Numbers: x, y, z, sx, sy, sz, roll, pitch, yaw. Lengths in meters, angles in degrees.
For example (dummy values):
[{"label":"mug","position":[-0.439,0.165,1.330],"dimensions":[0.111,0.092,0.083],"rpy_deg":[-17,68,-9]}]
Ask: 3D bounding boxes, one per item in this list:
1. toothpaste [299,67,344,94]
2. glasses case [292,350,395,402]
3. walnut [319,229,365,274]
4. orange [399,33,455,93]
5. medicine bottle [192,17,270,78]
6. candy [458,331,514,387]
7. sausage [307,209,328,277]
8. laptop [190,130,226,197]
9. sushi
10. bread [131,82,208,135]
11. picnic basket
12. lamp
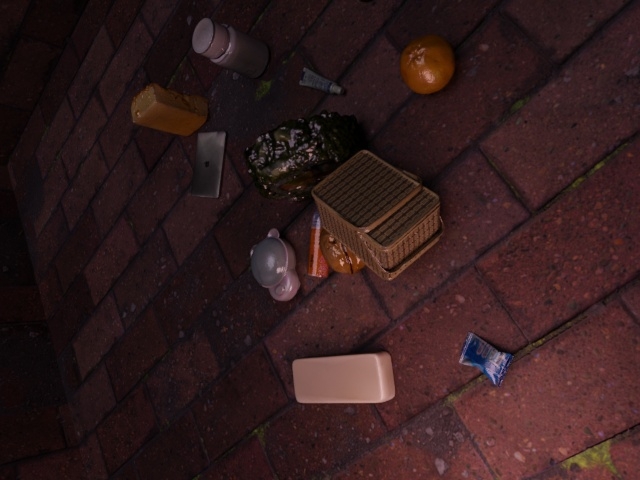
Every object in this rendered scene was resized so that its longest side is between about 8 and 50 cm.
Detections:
[{"label":"toothpaste","position":[0.002,-0.526,1.687],"dimensions":[0.216,0.037,0.062],"rpy_deg":[34,108,40]},{"label":"glasses case","position":[0.063,0.418,1.536],"dimensions":[0.336,0.076,0.144],"rpy_deg":[-13,78,38]},{"label":"walnut","position":[0.074,0.020,1.524],"dimensions":[0.144,0.144,0.180],"rpy_deg":[-40,55,30]},{"label":"orange","position":[0.291,-0.486,1.385],"dimensions":[0.158,0.136,0.159],"rpy_deg":[-7,79,39]},{"label":"medicine bottle","position":[-0.319,-0.690,1.816],"dimensions":[0.143,0.258,0.144],"rpy_deg":[-4,83,39]},{"label":"candy","position":[0.416,0.301,1.286],"dimensions":[0.136,0.038,0.088],"rpy_deg":[28,101,47]},{"label":"sausage","position":[0.000,0.000,1.624],"dimensions":[0.071,0.071,0.235],"rpy_deg":[5,90,39]},{"label":"laptop","position":[-0.456,-0.309,2.053],"dimensions":[0.187,0.015,0.270],"rpy_deg":[8,91,39]},{"label":"sushi","position":[-0.055,-0.252,1.548],"dimensions":[0.351,0.294,0.178],"rpy_deg":[-24,76,34]},{"label":"bread","position":[-0.601,-0.522,2.022],"dimensions":[0.184,0.274,0.114],"rpy_deg":[-25,74,35]},{"label":"picnic basket","position":[0.157,-0.078,1.377],"dimensions":[0.228,0.175,0.313],"rpy_deg":[-38,56,-15]},{"label":"lamp","position":[-0.161,0.093,1.725],"dimensions":[0.179,0.107,0.246],"rpy_deg":[-43,62,33]}]
